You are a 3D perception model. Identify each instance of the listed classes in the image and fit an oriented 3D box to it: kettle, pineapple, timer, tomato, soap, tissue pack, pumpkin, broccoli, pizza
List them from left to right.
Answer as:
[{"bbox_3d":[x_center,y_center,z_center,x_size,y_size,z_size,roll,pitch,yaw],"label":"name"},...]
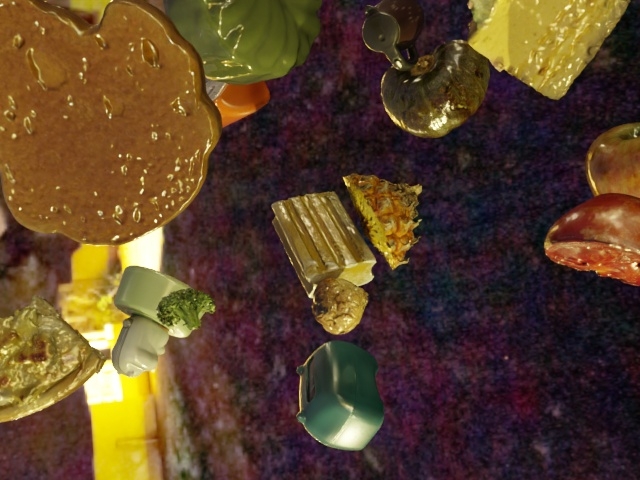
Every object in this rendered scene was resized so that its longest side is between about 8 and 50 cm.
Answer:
[{"bbox_3d":[-0.596,0.232,1.334,0.089,0.323,0.223,102,148,-83],"label":"pizza"},{"bbox_3d":[-0.543,0.278,2.125,0.315,0.290,0.291,-68,12,-20],"label":"timer"},{"bbox_3d":[-0.251,0.133,1.280,0.092,0.095,0.097,63,-174,20],"label":"broccoli"},{"bbox_3d":[-0.307,-0.396,1.952,0.257,0.250,0.161,-15,113,39],"label":"timer"},{"bbox_3d":[0.000,0.000,1.619,0.089,0.173,0.274,89,160,-44],"label":"soap"},{"bbox_3d":[0.048,0.416,1.870,0.198,0.206,0.287,-57,20,29],"label":"tissue pack"},{"bbox_3d":[0.199,-0.563,1.858,0.144,0.232,0.202,-20,107,30],"label":"kettle"},{"bbox_3d":[0.168,-0.077,1.514,0.140,0.164,0.250,88,163,-76],"label":"pineapple"},{"bbox_3d":[0.333,-0.399,1.957,0.325,0.242,0.232,-17,58,36],"label":"pumpkin"},{"bbox_3d":[0.539,-0.010,1.237,0.200,0.233,0.140,129,159,-77],"label":"tomato"}]

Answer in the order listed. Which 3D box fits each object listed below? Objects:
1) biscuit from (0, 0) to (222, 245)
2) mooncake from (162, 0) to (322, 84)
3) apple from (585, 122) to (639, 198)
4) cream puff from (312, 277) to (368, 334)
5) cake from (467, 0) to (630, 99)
[{"bbox_3d":[-0.329,-0.177,0.970,0.381,0.359,0.074,58,-176,-21],"label":"biscuit"},{"bbox_3d":[-0.159,-0.521,1.461,0.194,0.356,0.356,2,96,42],"label":"mooncake"},{"bbox_3d":[0.728,-0.140,1.502,0.264,0.264,0.264,177,90,-70],"label":"apple"},{"bbox_3d":[0.037,0.139,1.455,0.133,0.104,0.119,-7,69,52],"label":"cream puff"},{"bbox_3d":[0.411,-0.460,1.346,0.222,0.286,0.227,-58,5,30],"label":"cake"}]
